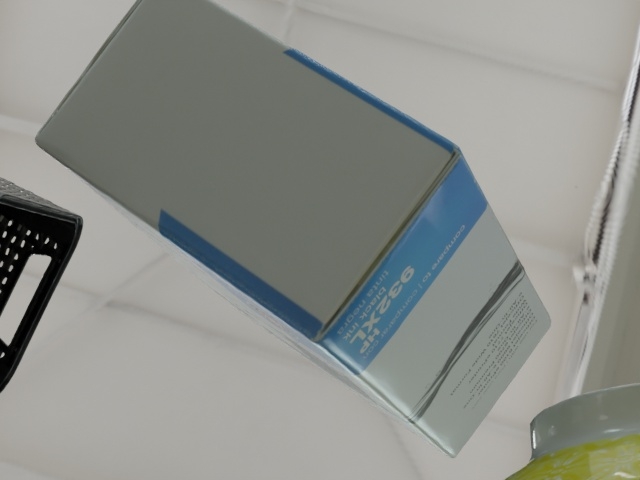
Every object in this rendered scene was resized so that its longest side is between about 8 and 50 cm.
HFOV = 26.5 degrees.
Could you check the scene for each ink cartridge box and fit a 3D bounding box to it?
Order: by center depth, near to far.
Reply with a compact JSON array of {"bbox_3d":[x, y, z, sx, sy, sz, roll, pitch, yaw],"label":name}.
[{"bbox_3d":[0.000,0.000,0.850,0.223,0.307,0.129,33,-97,26],"label":"ink cartridge box"}]

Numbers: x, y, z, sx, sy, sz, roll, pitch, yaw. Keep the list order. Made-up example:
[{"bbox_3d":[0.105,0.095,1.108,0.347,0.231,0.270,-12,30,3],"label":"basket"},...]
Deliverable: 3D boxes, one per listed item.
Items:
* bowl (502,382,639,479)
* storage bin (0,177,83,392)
[{"bbox_3d":[0.170,0.158,0.664,0.290,0.289,0.156,-8,-114,11],"label":"bowl"},{"bbox_3d":[-0.210,0.018,0.734,0.084,0.180,0.122,26,-91,7],"label":"storage bin"}]
